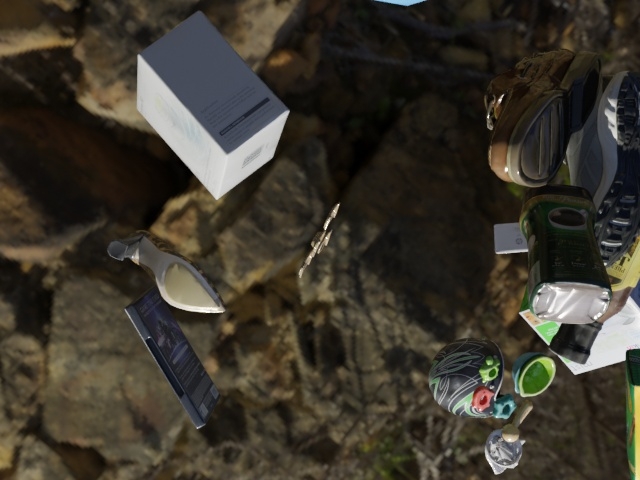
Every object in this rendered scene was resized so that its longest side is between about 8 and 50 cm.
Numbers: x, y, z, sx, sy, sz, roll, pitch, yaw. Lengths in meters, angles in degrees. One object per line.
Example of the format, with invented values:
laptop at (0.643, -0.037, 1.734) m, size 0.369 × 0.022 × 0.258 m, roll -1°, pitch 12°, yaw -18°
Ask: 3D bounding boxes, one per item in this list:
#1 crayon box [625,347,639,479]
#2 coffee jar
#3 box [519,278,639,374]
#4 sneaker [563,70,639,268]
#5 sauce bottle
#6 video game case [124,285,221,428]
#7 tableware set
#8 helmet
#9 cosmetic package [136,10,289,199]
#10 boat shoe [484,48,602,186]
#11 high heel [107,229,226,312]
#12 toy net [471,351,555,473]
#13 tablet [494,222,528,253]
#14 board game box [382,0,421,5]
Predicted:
crayon box at (0.525, 0.218, 1.369) m, size 0.081 × 0.278 × 0.165 m, roll -73°, pitch 157°, yaw -58°
coffee jar at (0.296, 0.011, 1.352) m, size 0.079 × 0.096 × 0.184 m, roll 98°, pitch -2°, yaw -46°
box at (0.630, 0.159, 2.500) m, size 0.262 × 0.231 × 0.127 m, roll -25°, pitch -153°, yaw 41°
sneaker at (0.376, -0.090, 1.482) m, size 0.108 × 0.100 × 0.272 m, roll 9°, pitch -88°, yaw 51°
sauce bottle at (0.491, 0.045, 1.872) m, size 0.111 × 0.111 × 0.344 m, roll -28°, pitch 140°, yaw -80°
video game case at (-0.292, 0.229, 2.217) m, size 0.026 × 0.274 × 0.196 m, roll -30°, pitch -175°, yaw 8°
tableware set at (0.000, 0.000, 2.464) m, size 0.169 × 0.020 × 0.141 m, roll -58°, pitch 173°, yaw -43°
helmet at (0.301, 0.275, 2.223) m, size 0.169 × 0.169 × 0.161 m, roll -51°, pitch 140°, yaw -5°
cosmetic package at (-0.188, -0.220, 1.843) m, size 0.138 × 0.225 × 0.224 m, roll -38°, pitch 173°, yaw -18°
boat shoe at (0.250, -0.150, 1.336) m, size 0.307 × 0.104 × 0.111 m, roll -40°, pitch 136°, yaw -53°
high heel at (-0.282, 0.059, 2.191) m, size 0.093 × 0.261 × 0.186 m, roll -60°, pitch 175°, yaw 8°
toy net at (0.286, 0.274, 1.686) m, size 0.122 × 0.045 × 0.232 m, roll -12°, pitch 119°, yaw -29°
tablet at (0.340, -0.006, 1.889) m, size 0.006 × 0.083 × 0.054 m, roll 55°, pitch 33°, yaw -64°
board game box at (0.196, -0.575, 1.866) m, size 0.308 × 0.086 × 0.302 m, roll -176°, pitch -91°, yaw -64°
